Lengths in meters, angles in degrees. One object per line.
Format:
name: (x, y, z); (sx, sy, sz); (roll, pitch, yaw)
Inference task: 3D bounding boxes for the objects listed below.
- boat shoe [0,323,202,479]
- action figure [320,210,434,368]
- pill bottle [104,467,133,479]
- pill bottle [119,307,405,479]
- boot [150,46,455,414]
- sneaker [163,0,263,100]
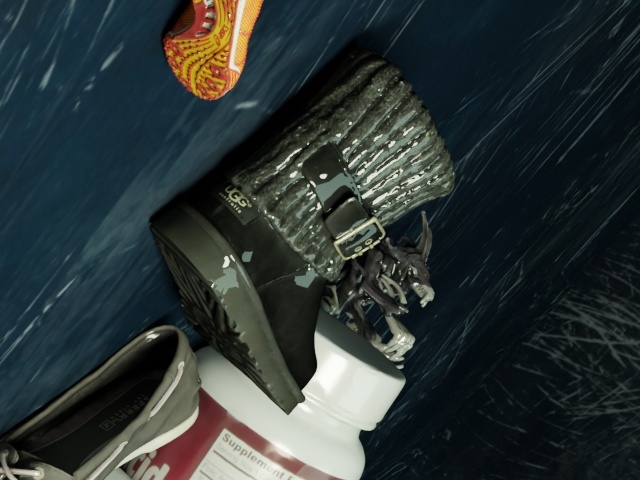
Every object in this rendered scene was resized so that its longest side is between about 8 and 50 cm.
boat shoe: (-0.236, 0.187, 1.676); (0.335, 0.112, 0.095); (-37, 140, -42)
action figure: (0.051, 0.096, 2.116); (0.276, 0.141, 0.164); (-40, 164, -6)
pill bottle: (-0.304, 0.359, 1.787); (0.318, 0.176, 0.176); (-47, 166, 8)
pill bottle: (-0.096, 0.254, 1.934); (0.392, 0.224, 0.224); (-55, 165, 5)
boot: (0.003, 0.002, 1.658); (0.260, 0.131, 0.348); (-41, 156, -13)
sneaker: (-0.062, -0.158, 1.248); (0.067, 0.064, 0.175); (-47, 172, -34)
